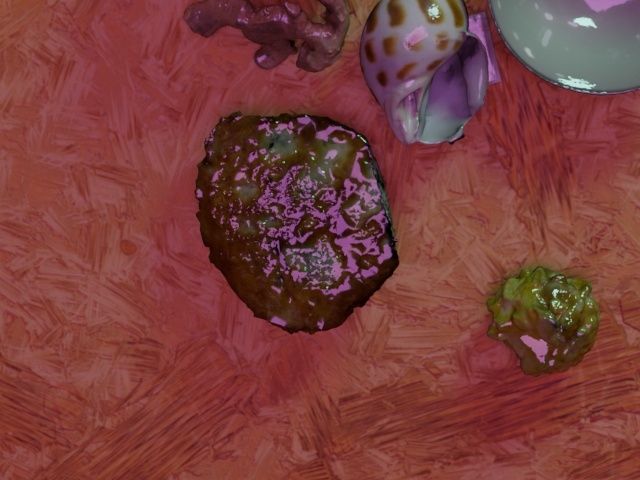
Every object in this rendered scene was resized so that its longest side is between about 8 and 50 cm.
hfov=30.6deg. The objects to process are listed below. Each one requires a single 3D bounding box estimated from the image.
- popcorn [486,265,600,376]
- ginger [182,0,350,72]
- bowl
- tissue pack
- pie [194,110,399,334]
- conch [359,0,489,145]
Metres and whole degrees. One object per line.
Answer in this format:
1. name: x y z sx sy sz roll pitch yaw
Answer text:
1. popcorn: 0.338 0.123 1.794 0.173 0.142 0.173 2 130 3
2. ginger: -0.077 -0.306 1.725 0.259 0.065 0.149 0 132 20
3. bowl: 0.398 -0.385 1.625 0.337 0.157 0.337 4 119 7
4. tissue pack: 0.231 -0.283 1.745 0.056 0.023 0.108 -14 104 8
5. pie: -0.039 -0.035 1.766 0.288 0.103 0.354 -16 97 8
6. conch: 0.146 -0.282 1.685 0.183 0.149 0.275 2 117 -25
